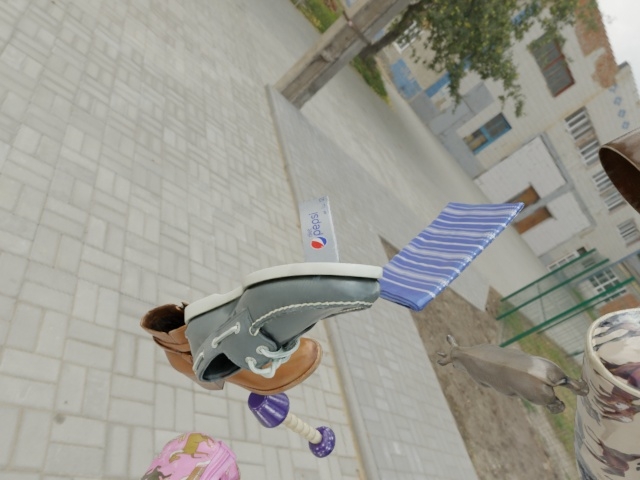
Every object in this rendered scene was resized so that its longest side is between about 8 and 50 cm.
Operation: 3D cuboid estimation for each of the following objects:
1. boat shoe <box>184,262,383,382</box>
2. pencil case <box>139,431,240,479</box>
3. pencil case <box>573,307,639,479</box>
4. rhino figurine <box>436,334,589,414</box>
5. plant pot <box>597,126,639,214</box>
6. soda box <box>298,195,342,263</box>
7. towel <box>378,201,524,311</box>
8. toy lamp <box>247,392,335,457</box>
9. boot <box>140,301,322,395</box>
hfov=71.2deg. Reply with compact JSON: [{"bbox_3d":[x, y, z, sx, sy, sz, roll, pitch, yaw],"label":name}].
[{"bbox_3d":[-0.052,0.096,0.479,0.116,0.319,0.099,10,67,-39],"label":"boat shoe"},{"bbox_3d":[-0.244,0.445,0.642,0.386,0.166,0.160,-55,145,-77],"label":"pencil case"},{"bbox_3d":[0.526,0.296,0.737,0.160,0.183,0.411,-83,158,-51],"label":"pencil case"},{"bbox_3d":[0.278,0.204,0.715,0.106,0.243,0.073,29,76,-28],"label":"rhino figurine"},{"bbox_3d":[0.709,-0.164,0.850,0.215,0.230,0.215,47,19,-22],"label":"plant pot"},{"bbox_3d":[0.000,0.000,1.297,0.091,0.097,0.287,73,6,-45],"label":"soda box"},{"bbox_3d":[0.260,0.020,1.005,0.040,0.336,0.243,53,-14,-16],"label":"towel"},{"bbox_3d":[-0.060,0.391,0.966,0.275,0.080,0.080,51,19,-41],"label":"toy lamp"},{"bbox_3d":[-0.157,0.178,0.803,0.109,0.283,0.220,-78,153,-42],"label":"boot"}]
